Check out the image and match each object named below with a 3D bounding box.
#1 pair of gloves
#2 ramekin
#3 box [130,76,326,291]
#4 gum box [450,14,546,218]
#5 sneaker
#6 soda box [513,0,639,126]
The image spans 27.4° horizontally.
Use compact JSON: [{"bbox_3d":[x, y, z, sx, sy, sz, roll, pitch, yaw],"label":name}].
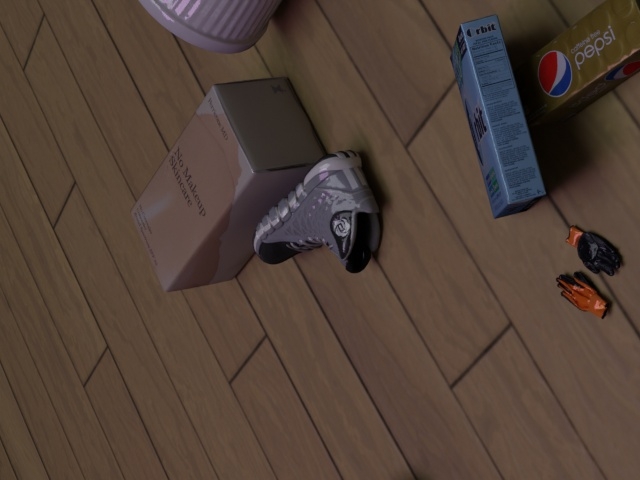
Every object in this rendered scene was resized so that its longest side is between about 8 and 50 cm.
[{"bbox_3d":[0.275,0.033,1.350,0.074,0.010,0.083,37,124,44],"label":"pair of gloves"},{"bbox_3d":[-0.132,-0.346,1.639,0.109,0.207,0.207,-44,64,39],"label":"ramekin"},{"bbox_3d":[-0.130,-0.071,1.770,0.311,0.121,0.148,-50,59,47],"label":"box"},{"bbox_3d":[0.179,-0.121,1.343,0.157,0.041,0.184,62,-166,-86],"label":"gum box"},{"bbox_3d":[0.000,0.000,1.650,0.132,0.086,0.229,61,139,19],"label":"sneaker"},{"bbox_3d":[0.265,-0.178,1.267,0.181,0.058,0.061,-36,69,51],"label":"soda box"}]
